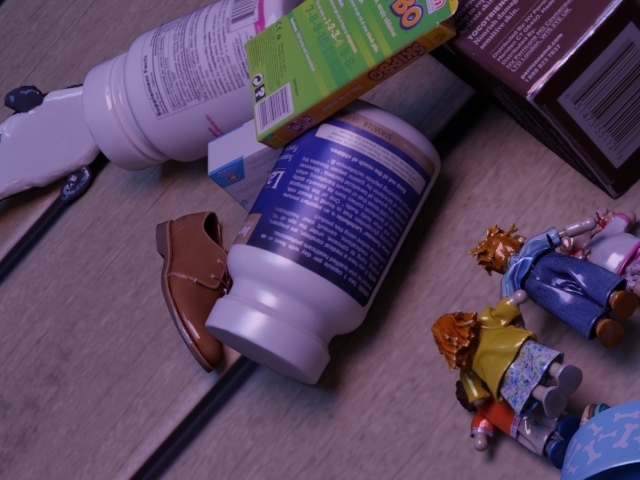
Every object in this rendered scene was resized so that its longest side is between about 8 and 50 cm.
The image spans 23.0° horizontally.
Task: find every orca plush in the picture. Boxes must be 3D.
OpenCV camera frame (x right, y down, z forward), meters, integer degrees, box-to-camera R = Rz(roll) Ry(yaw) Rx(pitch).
[{"bbox_3d":[-0.354,-0.100,1.985,0.151,0.102,0.287,41,104,2],"label":"orca plush"}]

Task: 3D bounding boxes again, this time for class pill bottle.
[{"bbox_3d":[0.000,0.000,1.565,0.153,0.153,0.264,14,71,43],"label":"pill bottle"},{"bbox_3d":[-0.119,-0.182,1.776,0.283,0.160,0.160,-18,52,29],"label":"pill bottle"}]

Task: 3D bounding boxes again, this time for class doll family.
[{"bbox_3d":[0.190,0.061,1.398,0.163,0.118,0.263,29,82,46],"label":"doll family"}]

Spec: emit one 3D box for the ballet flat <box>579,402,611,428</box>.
[{"bbox_3d":[0.243,0.226,1.286,0.067,0.073,0.206,-45,39,26],"label":"ballet flat"}]

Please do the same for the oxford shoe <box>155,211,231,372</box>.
[{"bbox_3d":[-0.126,0.047,1.694,0.076,0.076,0.212,-23,50,11],"label":"oxford shoe"}]

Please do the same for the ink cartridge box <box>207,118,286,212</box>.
[{"bbox_3d":[-0.050,-0.072,1.676,0.089,0.122,0.052,-25,45,23],"label":"ink cartridge box"}]

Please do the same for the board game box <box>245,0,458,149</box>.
[{"bbox_3d":[0.032,-0.199,1.510,0.259,0.039,0.124,-32,52,36],"label":"board game box"}]

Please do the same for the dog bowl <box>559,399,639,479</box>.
[{"bbox_3d":[0.316,0.183,1.158,0.297,0.166,0.074,-4,43,9],"label":"dog bowl"}]

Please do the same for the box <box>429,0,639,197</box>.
[{"bbox_3d":[0.181,-0.221,1.545,0.143,0.191,0.381,-46,44,4],"label":"box"}]
